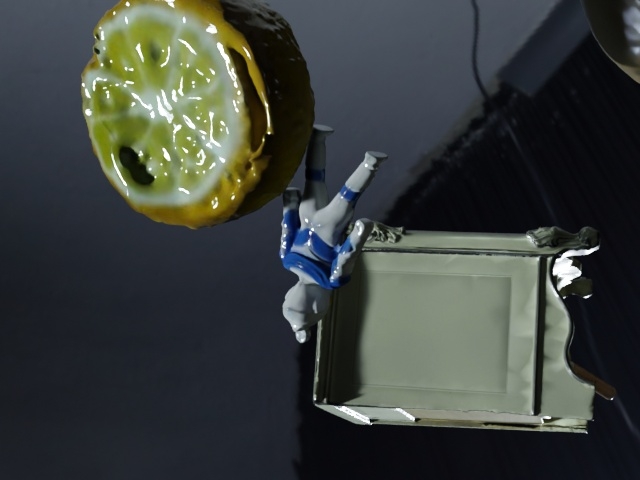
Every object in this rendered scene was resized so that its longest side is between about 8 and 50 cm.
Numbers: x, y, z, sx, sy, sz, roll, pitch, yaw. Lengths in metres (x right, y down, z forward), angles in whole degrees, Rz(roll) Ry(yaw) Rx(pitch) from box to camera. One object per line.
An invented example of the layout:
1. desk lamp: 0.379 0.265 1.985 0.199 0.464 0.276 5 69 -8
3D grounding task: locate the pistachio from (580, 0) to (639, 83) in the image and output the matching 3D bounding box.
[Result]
1. pistachio: 0.350 -0.265 1.109 0.137 0.238 0.153 -20 160 3

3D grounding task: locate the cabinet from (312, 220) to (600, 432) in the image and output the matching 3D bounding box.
1. cabinet: 0.180 0.113 1.284 0.317 0.228 0.290 1 165 14

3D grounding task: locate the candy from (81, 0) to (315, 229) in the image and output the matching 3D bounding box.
1. candy: -0.129 -0.141 1.055 0.260 0.260 0.118 -45 172 31

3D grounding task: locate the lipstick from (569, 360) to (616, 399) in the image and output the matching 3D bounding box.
1. lipstick: 0.341 0.177 1.303 0.094 0.019 0.019 30 123 -32

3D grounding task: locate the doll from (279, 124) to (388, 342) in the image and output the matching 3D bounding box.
1. doll: 0.000 0.000 1.076 0.057 0.114 0.227 -8 120 -54
